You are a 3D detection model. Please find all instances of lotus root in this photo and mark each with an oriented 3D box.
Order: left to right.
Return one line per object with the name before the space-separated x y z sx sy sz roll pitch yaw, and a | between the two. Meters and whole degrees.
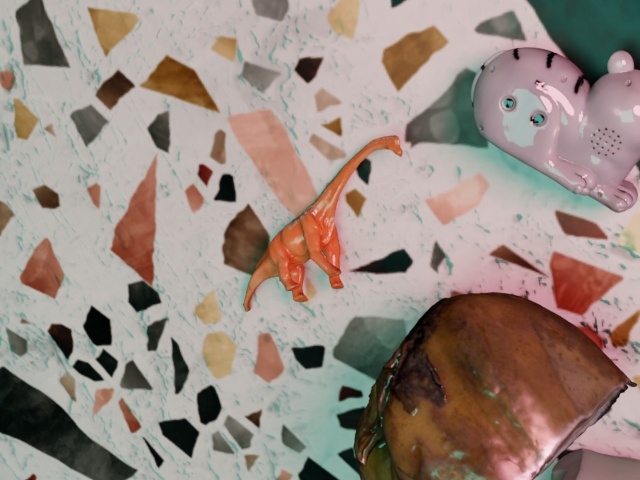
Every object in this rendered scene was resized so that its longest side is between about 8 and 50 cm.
lotus root | 0.132 0.167 0.874 0.192 0.272 0.272 45 119 11

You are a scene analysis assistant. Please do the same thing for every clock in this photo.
clock | 0.219 -0.117 0.821 0.176 0.080 0.117 32 118 11

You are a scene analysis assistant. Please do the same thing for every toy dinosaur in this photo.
toy dinosaur | -0.004 0.000 0.973 0.280 0.055 0.101 -35 68 32

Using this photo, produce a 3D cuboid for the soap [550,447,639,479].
soap | 0.304 0.387 0.902 0.208 0.115 0.346 7 102 26
